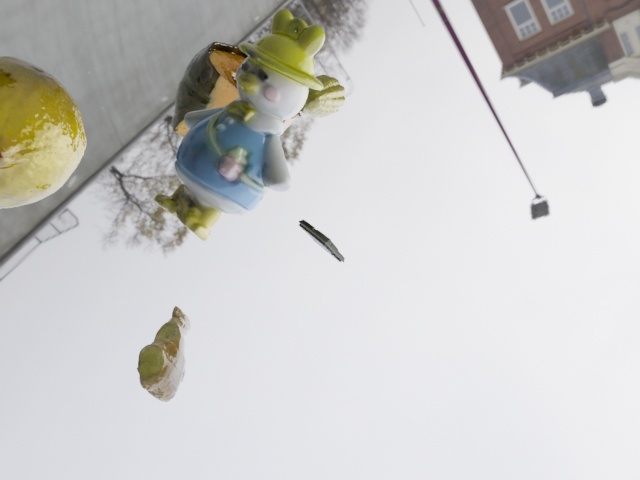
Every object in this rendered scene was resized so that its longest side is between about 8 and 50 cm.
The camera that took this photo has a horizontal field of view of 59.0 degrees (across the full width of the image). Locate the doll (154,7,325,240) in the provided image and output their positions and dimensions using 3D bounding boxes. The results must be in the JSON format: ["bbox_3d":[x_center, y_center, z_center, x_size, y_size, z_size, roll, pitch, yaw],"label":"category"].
[{"bbox_3d":[-0.075,-0.116,0.579,0.241,0.098,0.135,-60,-149,10],"label":"doll"}]

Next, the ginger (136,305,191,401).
[{"bbox_3d":[-0.333,0.245,1.273,0.086,0.131,0.294,-21,-163,7],"label":"ginger"}]

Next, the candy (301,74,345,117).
[{"bbox_3d":[-0.007,-0.325,1.282,0.106,0.094,0.199,-16,-169,15],"label":"candy"}]

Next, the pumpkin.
[{"bbox_3d":[-0.203,-0.332,1.391,0.225,0.303,0.256,-47,-147,24],"label":"pumpkin"}]

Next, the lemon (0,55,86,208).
[{"bbox_3d":[-0.533,-0.183,0.959,0.260,0.260,0.284,-34,-128,9],"label":"lemon"}]

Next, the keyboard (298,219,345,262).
[{"bbox_3d":[0.000,0.000,0.908,0.015,0.049,0.129,-41,-154,-6],"label":"keyboard"}]
